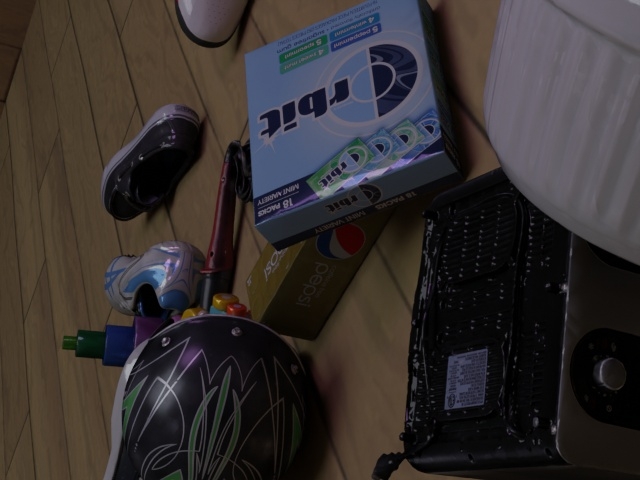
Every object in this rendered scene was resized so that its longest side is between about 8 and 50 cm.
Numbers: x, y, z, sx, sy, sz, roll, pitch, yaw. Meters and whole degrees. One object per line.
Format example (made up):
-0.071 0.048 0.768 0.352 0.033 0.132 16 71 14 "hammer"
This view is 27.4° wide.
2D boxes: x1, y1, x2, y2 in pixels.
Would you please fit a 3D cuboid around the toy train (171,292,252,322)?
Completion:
-0.098 0.120 1.285 0.166 0.046 0.125 -34 67 49 "toy train"

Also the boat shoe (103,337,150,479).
-0.149 0.243 1.244 0.091 0.114 0.302 24 118 39 "boat shoe"

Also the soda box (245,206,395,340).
0.000 0.000 1.092 0.061 0.058 0.181 -103 33 -46 "soda box"

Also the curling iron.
-0.102 0.024 1.354 0.068 0.035 0.274 -176 99 -68 "curling iron"

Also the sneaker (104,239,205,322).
-0.199 0.060 1.497 0.237 0.085 0.086 -26 43 63 "sneaker"

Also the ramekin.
0.167 -0.066 0.552 0.207 0.207 0.109 -111 31 -54 "ramekin"

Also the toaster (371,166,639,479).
0.122 0.049 0.704 0.185 0.110 0.168 -25 55 62 "toaster"

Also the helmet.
-0.087 0.140 1.089 0.161 0.169 0.169 -138 63 -83 "helmet"

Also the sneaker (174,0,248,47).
-0.092 -0.357 1.474 0.145 0.090 0.270 180 105 -70 "sneaker"

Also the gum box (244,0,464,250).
0.020 -0.098 1.013 0.157 0.041 0.184 -20 50 19 "gum box"

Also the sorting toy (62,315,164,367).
-0.248 0.247 1.389 0.127 0.126 0.365 -115 33 -67 "sorting toy"

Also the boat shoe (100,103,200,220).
-0.214 -0.077 1.636 0.228 0.080 0.076 -41 39 43 "boat shoe"
